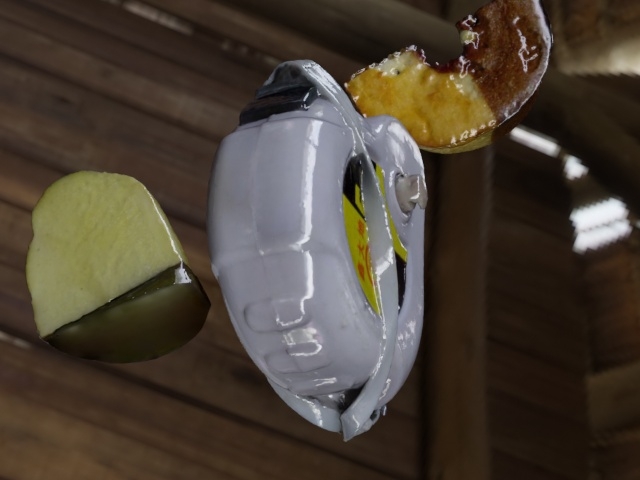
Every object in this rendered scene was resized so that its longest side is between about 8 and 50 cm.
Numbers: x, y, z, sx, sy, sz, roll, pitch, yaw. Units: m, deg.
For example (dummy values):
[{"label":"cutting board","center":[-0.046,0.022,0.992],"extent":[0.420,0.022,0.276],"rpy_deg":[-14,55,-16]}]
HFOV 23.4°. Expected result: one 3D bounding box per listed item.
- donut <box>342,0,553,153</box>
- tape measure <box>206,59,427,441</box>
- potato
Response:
[{"label":"donut","center":[0.144,-0.155,1.572],"extent":[0.085,0.217,0.141],"rpy_deg":[51,16,-69]},{"label":"tape measure","center":[0.000,0.000,1.002],"extent":[0.197,0.120,0.236],"rpy_deg":[49,37,-53]},{"label":"potato","center":[-0.118,0.012,0.902],"extent":[0.066,0.096,0.103],"rpy_deg":[62,11,-58]}]
